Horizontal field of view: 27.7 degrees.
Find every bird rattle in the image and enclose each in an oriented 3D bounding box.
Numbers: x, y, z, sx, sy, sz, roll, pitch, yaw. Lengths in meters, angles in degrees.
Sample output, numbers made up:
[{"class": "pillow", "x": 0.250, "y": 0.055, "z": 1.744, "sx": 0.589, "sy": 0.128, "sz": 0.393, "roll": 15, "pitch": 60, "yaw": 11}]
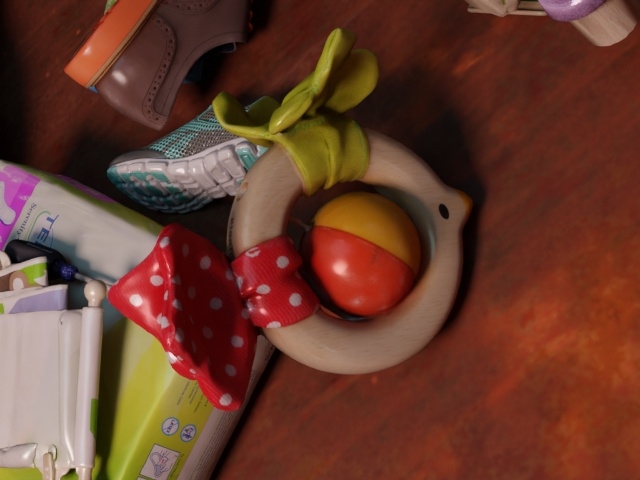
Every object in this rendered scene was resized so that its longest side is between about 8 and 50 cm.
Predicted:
[{"class": "bird rattle", "x": 0.000, "y": 0.000, "z": 0.830, "sx": 0.143, "sy": 0.207, "sz": 0.253, "roll": -37, "pitch": 30, "yaw": 57}]

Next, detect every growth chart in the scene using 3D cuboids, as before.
[{"class": "growth chart", "x": -0.235, "y": 0.087, "z": 0.926, "sx": 0.237, "sy": 0.021, "sz": 0.172, "roll": 0, "pitch": 81, "yaw": 38}]

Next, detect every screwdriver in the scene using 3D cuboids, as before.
[{"class": "screwdriver", "x": -0.163, "y": 0.027, "z": 0.908, "sx": 0.170, "sy": 0.025, "sz": 0.024, "roll": 17, "pitch": 82, "yaw": 38}]

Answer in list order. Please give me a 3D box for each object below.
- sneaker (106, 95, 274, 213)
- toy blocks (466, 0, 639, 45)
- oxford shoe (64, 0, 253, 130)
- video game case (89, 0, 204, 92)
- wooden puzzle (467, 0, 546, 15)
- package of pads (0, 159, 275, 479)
[{"class": "sneaker", "x": -0.091, "y": -0.070, "z": 1.018, "sx": 0.166, "sy": 0.065, "sz": 0.076, "roll": -7, "pitch": 51, "yaw": 28}, {"class": "toy blocks", "x": 0.108, "y": -0.312, "z": 0.816, "sx": 0.309, "sy": 0.260, "sz": 0.288, "roll": 33, "pitch": 90, "yaw": 50}, {"class": "oxford shoe", "x": -0.090, "y": -0.205, "z": 1.052, "sx": 0.271, "sy": 0.098, "sz": 0.097, "roll": -54, "pitch": 14, "yaw": -18}, {"class": "video game case", "x": -0.138, "y": -0.211, "z": 1.127, "sx": 0.119, "sy": 0.015, "sz": 0.166, "roll": -1, "pitch": 70, "yaw": 33}, {"class": "wooden puzzle", "x": 0.143, "y": -0.196, "z": 0.931, "sx": 0.116, "sy": 0.014, "sz": 0.078, "roll": 2, "pitch": 72, "yaw": 35}, {"class": "package of pads", "x": -0.182, "y": 0.081, "z": 0.981, "sx": 0.296, "sy": 0.101, "sz": 0.229, "roll": 25, "pitch": 87, "yaw": 37}]
